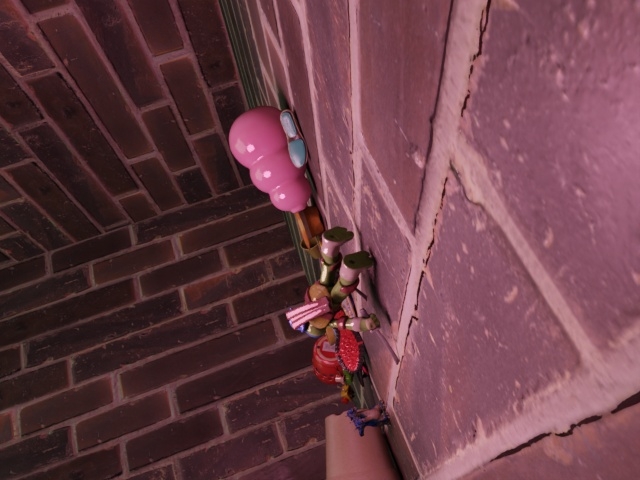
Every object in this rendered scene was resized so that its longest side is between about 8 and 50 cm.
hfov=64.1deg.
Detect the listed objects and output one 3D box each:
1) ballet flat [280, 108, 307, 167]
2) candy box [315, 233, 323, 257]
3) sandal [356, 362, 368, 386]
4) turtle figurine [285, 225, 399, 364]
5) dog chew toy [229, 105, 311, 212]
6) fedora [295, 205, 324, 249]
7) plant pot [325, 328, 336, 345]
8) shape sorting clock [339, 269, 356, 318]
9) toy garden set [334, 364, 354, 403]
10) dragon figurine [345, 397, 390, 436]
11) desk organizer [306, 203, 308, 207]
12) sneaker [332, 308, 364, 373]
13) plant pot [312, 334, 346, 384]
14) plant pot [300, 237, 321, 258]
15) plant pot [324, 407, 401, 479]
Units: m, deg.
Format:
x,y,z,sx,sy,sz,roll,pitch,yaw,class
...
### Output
x,y,z,sx,sy,sz,roll,pitch,yaw,class
-0.068,-0.292,1.458,0.052,0.057,0.168,-43,-60,-66,ballet flat
0.000,0.000,1.848,0.105,0.027,0.205,-169,60,-86,candy box
0.156,0.475,1.915,0.067,0.040,0.179,-125,24,-62,sandal
0.071,0.110,1.165,0.197,0.275,0.266,-81,1,-51,turtle figurine
-0.139,-0.238,1.563,0.331,0.207,0.206,63,174,0,dog chew toy
-0.036,-0.062,1.719,0.194,0.079,0.194,161,90,-89,fedora
0.062,0.348,2.074,0.134,0.095,0.134,161,90,-85,plant pot
0.071,0.183,1.711,0.206,0.040,0.206,161,90,-85,shape sorting clock
0.105,0.479,1.936,0.244,0.049,0.203,72,-154,-44,toy garden set
0.165,0.632,1.799,0.289,0.144,0.085,80,170,-59,dragon figurine
-0.086,-0.151,2.040,0.047,0.050,0.130,77,172,-48,desk organizer
0.103,0.353,1.816,0.125,0.104,0.261,61,-167,-54,sneaker
0.054,0.540,2.350,0.174,0.191,0.191,83,167,-50,plant pot
-0.024,0.028,1.972,0.079,0.083,0.083,59,-177,-42,plant pot
0.147,0.862,2.090,0.333,0.334,0.305,82,178,-64,plant pot
